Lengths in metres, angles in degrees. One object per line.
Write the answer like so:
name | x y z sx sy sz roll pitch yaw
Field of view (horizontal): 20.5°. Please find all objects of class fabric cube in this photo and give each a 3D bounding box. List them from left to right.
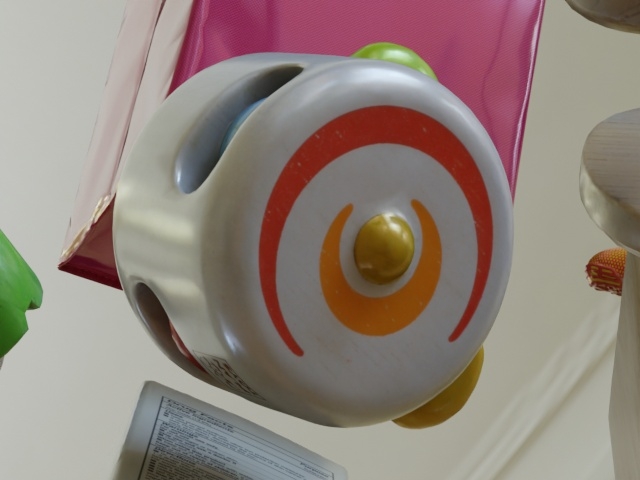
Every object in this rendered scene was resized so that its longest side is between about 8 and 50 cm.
fabric cube | -0.013 -0.094 1.274 0.254 0.259 0.258 19 -118 -17

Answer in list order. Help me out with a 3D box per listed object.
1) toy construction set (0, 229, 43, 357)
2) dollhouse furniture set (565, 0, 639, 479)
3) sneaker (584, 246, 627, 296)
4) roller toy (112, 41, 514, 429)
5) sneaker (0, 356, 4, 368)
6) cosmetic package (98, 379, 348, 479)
toy construction set | -0.212 0.122 0.495 0.309 0.257 0.237 -47 -50 -16
dollhouse furniture set | 0.086 0.138 0.562 0.256 0.394 0.362 2 -56 2
sneaker | 0.226 0.001 0.933 0.064 0.175 0.067 18 -115 -70
roller toy | 0.000 0.000 0.939 0.191 0.146 0.209 -3 -81 -32
sneaker | -0.277 0.047 1.223 0.169 0.293 0.108 -27 -47 29
cosmetic package | -0.070 0.197 0.993 0.153 0.296 0.129 24 -81 -3
